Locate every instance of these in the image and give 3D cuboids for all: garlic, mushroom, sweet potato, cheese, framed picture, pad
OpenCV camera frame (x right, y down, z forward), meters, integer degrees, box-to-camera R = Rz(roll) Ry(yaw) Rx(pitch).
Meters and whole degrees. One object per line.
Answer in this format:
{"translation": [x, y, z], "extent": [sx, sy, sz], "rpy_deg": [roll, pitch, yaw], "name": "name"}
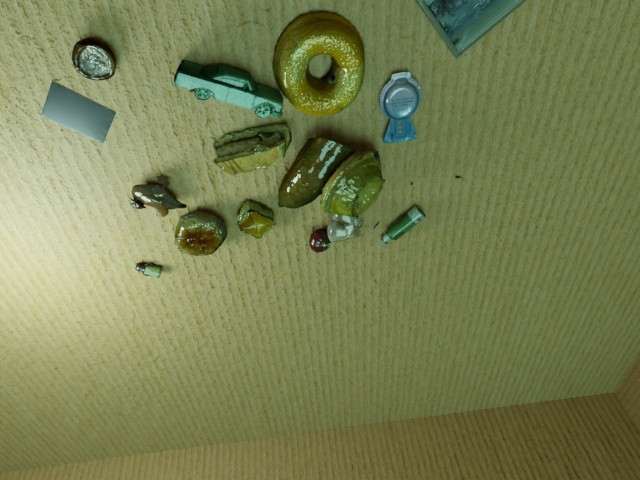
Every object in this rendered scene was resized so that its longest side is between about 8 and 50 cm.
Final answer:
{"translation": [0.090, -0.071, 1.797], "extent": [0.124, 0.099, 0.175], "rpy_deg": [0, 112, -20], "name": "garlic"}
{"translation": [-0.642, -0.514, 1.340], "extent": [0.123, 0.052, 0.123], "rpy_deg": [-4, 139, -3], "name": "mushroom"}
{"translation": [-0.039, -0.216, 1.618], "extent": [0.157, 0.158, 0.370], "rpy_deg": [24, 123, -26], "name": "sweet potato"}
{"translation": [0.261, -0.430, 1.538], "extent": [0.135, 0.052, 0.245], "rpy_deg": [-6, 132, 1], "name": "cheese"}
{"translation": [0.458, -0.711, 1.339], "extent": [0.315, 0.024, 0.232], "rpy_deg": [-37, 127, 23], "name": "framed picture"}
{"translation": [-0.752, -0.393, 1.463], "extent": [0.190, 0.004, 0.127], "rpy_deg": [24, 124, -26], "name": "pad"}

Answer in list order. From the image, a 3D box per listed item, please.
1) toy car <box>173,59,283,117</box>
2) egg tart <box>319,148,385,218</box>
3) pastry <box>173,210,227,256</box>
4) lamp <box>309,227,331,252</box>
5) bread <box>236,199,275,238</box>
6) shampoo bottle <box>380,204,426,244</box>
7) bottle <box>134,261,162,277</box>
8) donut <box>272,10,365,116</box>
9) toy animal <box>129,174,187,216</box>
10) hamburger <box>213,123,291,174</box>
{"translation": [-0.261, -0.452, 1.389], "extent": [0.320, 0.141, 0.097], "rpy_deg": [12, 122, -18], "name": "toy car"}
{"translation": [0.126, -0.182, 1.608], "extent": [0.290, 0.115, 0.290], "rpy_deg": [-41, 158, -20], "name": "egg tart"}
{"translation": [-0.447, -0.027, 1.762], "extent": [0.182, 0.093, 0.192], "rpy_deg": [17, 131, -22], "name": "pastry"}
{"translation": [0.000, 0.000, 1.851], "extent": [0.101, 0.090, 0.101], "rpy_deg": [-29, 139, -29], "name": "lamp"}
{"translation": [-0.248, -0.076, 1.764], "extent": [0.140, 0.069, 0.128], "rpy_deg": [23, 125, -29], "name": "bread"}
{"translation": [0.322, -0.054, 1.867], "extent": [0.065, 0.065, 0.204], "rpy_deg": [34, 119, -31], "name": "shampoo bottle"}
{"translation": [-0.690, 0.115, 1.888], "extent": [0.101, 0.047, 0.063], "rpy_deg": [18, 90, -17], "name": "bottle"}
{"translation": [0.002, -0.508, 1.398], "extent": [0.302, 0.110, 0.303], "rpy_deg": [-4, 132, -5], "name": "donut"}
{"translation": [-0.576, -0.138, 1.662], "extent": [0.188, 0.089, 0.179], "rpy_deg": [29, 135, -28], "name": "toy animal"}
{"translation": [-0.213, -0.299, 1.553], "extent": [0.261, 0.124, 0.131], "rpy_deg": [-12, 150, 8], "name": "hamburger"}
